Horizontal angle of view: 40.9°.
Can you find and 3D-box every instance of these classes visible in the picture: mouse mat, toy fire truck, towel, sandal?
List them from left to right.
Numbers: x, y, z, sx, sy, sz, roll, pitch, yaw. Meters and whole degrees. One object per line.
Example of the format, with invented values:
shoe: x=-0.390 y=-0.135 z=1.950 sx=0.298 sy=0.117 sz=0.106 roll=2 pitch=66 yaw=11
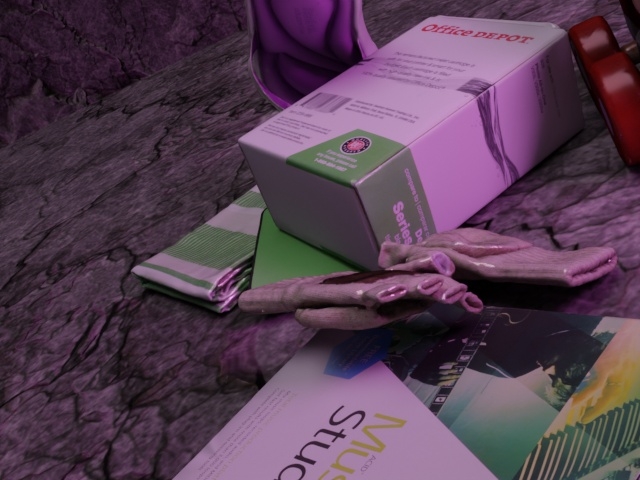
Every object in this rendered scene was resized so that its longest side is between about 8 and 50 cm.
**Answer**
towel: x=-0.066 y=-0.035 z=1.076 sx=0.325 sy=0.038 sz=0.248 roll=-41 pitch=25 yaw=-24
sandal: x=-0.010 y=-0.196 z=1.008 sx=0.170 sy=0.416 sz=0.102 roll=-2 pitch=70 yaw=13
mouse mat: x=0.000 y=0.000 z=0.908 sx=0.153 sy=0.007 sz=0.189 roll=-13 pitch=35 yaw=12
toy fire truck: x=0.301 y=-0.230 z=0.767 sx=0.169 sy=0.253 sz=0.302 roll=-22 pitch=24 yaw=17

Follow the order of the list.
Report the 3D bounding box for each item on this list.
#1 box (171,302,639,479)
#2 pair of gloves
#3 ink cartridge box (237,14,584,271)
box: x=0.068 y=0.132 z=0.546 sx=0.322 sy=0.058 sz=0.232 roll=2 pitch=38 yaw=50
pair of gloves: x=0.081 y=0.022 z=0.667 sx=0.240 sy=0.042 sz=0.204 roll=-11 pitch=7 yaw=-32
ink cartridge box: x=0.097 y=-0.111 z=0.890 sx=0.289 sy=0.121 sz=0.211 roll=-36 pitch=33 yaw=-20
